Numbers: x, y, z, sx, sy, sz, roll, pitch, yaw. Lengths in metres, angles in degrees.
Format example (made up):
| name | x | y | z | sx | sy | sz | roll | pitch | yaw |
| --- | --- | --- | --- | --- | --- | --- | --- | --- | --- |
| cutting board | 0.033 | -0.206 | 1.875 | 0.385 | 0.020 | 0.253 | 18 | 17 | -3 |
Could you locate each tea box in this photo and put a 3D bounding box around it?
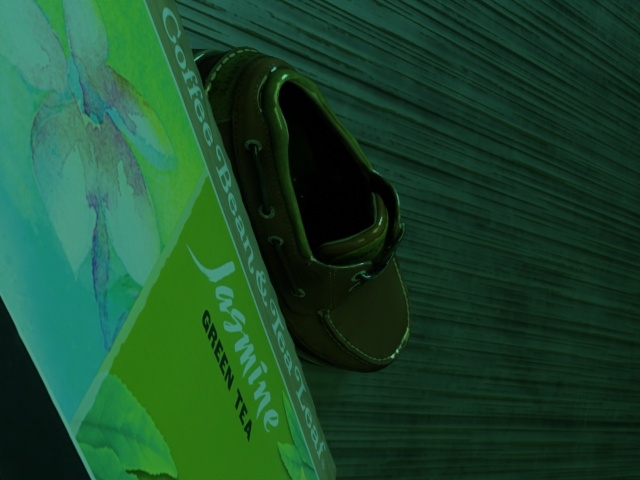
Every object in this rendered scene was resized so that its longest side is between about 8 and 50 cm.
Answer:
| name | x | y | z | sx | sy | sz | roll | pitch | yaw |
| --- | --- | --- | --- | --- | --- | --- | --- | --- | --- |
| tea box | -0.157 | 0.080 | 0.405 | 0.323 | 0.220 | 0.329 | -75 | 152 | -57 |

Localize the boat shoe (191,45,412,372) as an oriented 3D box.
| name | x | y | z | sx | sy | sz | roll | pitch | yaw |
| --- | --- | --- | --- | --- | --- | --- | --- | --- | --- |
| boat shoe | 0.000 | 0.000 | 0.765 | 0.307 | 0.104 | 0.111 | 52 | 56 | -42 |
